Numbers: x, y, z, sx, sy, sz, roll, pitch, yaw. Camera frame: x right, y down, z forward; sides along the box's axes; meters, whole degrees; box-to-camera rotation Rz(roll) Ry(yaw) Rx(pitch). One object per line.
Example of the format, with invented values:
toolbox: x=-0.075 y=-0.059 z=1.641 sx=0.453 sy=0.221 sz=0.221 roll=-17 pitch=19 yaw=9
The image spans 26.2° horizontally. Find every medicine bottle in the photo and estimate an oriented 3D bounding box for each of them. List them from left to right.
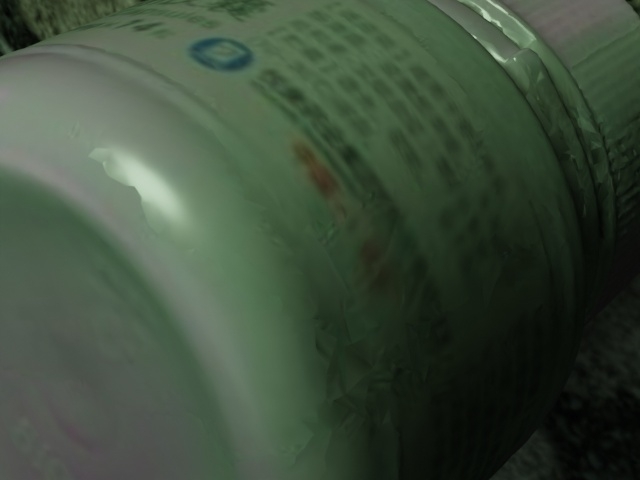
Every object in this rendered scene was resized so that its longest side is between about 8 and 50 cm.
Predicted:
medicine bottle: x=0.000 y=0.000 z=0.617 sx=0.256 sy=0.325 sz=0.256 roll=23 pitch=128 yaw=32
